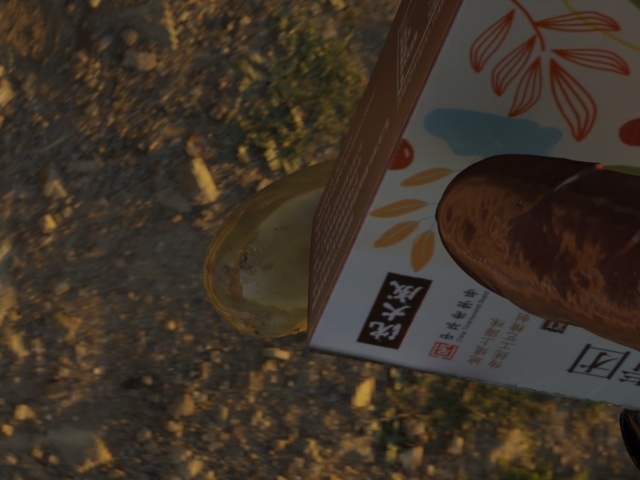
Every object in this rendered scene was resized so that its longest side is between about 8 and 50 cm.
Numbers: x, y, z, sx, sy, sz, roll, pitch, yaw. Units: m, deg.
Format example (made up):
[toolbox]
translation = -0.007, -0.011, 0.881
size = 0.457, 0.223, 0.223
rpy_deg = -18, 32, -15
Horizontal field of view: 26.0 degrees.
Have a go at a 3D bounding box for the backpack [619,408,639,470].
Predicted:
[backpack]
translation = 0.326, 0.187, 1.149
size = 0.106, 0.120, 0.165
rpy_deg = -35, 54, 5

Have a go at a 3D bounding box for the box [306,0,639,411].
[box]
translation = 0.205, -0.058, 0.827
size = 0.344, 0.385, 0.122
rpy_deg = 11, 49, -11

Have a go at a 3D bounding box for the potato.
[potato]
translation = 0.000, 0.000, 1.283
size = 0.234, 0.146, 0.150
rpy_deg = -34, 61, -8

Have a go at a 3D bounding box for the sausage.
[sausage]
translation = 0.180, 0.028, 0.565
size = 0.088, 0.433, 0.088
rpy_deg = -9, 109, -29
